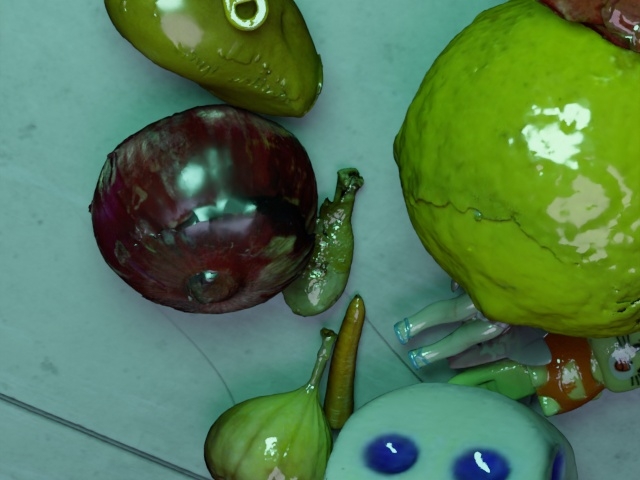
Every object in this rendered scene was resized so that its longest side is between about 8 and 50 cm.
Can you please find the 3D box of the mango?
[{"bbox_3d":[-0.097,-0.205,1.560,0.151,0.156,0.249,-28,127,31],"label":"mango"}]

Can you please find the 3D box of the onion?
[{"bbox_3d":[-0.116,-0.023,1.673,0.246,0.190,0.246,-6,143,-4],"label":"onion"}]

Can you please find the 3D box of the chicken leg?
[{"bbox_3d":[0.000,0.000,1.778,0.093,0.070,0.178,18,114,-10],"label":"chicken leg"}]

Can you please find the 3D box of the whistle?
[{"bbox_3d":[0.289,0.140,1.872,0.288,0.106,0.131,-19,117,7],"label":"whistle"}]

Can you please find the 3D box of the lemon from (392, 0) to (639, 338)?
[{"bbox_3d":[0.258,-0.090,1.573,0.350,0.350,0.387,38,80,-27],"label":"lemon"}]

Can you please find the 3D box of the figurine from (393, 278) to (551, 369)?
[{"bbox_3d":[0.200,0.049,1.821,0.260,0.103,0.205,-27,87,15],"label":"figurine"}]

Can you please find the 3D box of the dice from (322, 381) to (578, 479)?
[{"bbox_3d":[0.151,0.325,1.856,0.251,0.243,0.259,7,138,19],"label":"dice"}]

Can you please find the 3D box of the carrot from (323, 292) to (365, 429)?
[{"bbox_3d":[0.029,0.144,1.893,0.037,0.037,0.190,3,122,-7],"label":"carrot"}]

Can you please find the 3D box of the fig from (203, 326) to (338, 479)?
[{"bbox_3d":[-0.047,0.221,1.871,0.143,0.160,0.231,-20,139,-42],"label":"fig"}]

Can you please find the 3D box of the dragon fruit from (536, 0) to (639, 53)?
[{"bbox_3d":[0.304,-0.261,1.364,0.317,0.152,0.205,9,149,-4],"label":"dragon fruit"}]

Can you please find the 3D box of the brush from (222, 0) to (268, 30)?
[{"bbox_3d":[-0.096,-0.325,1.478,0.103,0.013,0.272,-14,88,5],"label":"brush"}]
